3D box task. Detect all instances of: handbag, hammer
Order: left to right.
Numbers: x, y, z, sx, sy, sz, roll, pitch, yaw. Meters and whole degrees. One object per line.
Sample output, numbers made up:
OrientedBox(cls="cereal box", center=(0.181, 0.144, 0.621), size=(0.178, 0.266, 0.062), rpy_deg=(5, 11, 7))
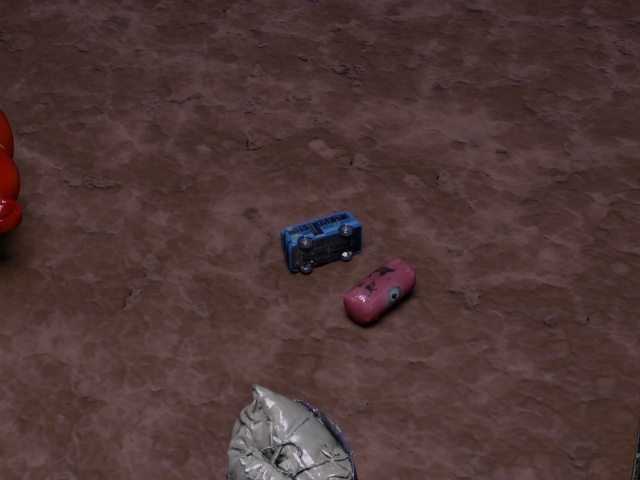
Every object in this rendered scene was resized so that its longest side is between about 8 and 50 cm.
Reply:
OrientedBox(cls="handbag", center=(-0.019, 0.199, 0.886), size=(0.095, 0.173, 0.117), rpy_deg=(-36, 52, -21))
OrientedBox(cls="hammer", center=(0.060, 0.050, 1.144), size=(0.043, 0.043, 0.083), rpy_deg=(33, 51, 31))

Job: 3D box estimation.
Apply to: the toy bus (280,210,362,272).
OrientedBox(cls="toy bus", center=(0.000, 0.000, 1.199), size=(0.083, 0.038, 0.046), rpy_deg=(-16, 41, -19))

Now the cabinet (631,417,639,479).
OrientedBox(cls="cabinet", center=(0.346, 0.141, 0.925), size=(0.150, 0.206, 0.145), rpy_deg=(12, 44, 13))

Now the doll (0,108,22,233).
OrientedBox(cls="doll", center=(-0.426, -0.103, 1.220), size=(0.182, 0.160, 0.363), rpy_deg=(-27, 49, -36))
